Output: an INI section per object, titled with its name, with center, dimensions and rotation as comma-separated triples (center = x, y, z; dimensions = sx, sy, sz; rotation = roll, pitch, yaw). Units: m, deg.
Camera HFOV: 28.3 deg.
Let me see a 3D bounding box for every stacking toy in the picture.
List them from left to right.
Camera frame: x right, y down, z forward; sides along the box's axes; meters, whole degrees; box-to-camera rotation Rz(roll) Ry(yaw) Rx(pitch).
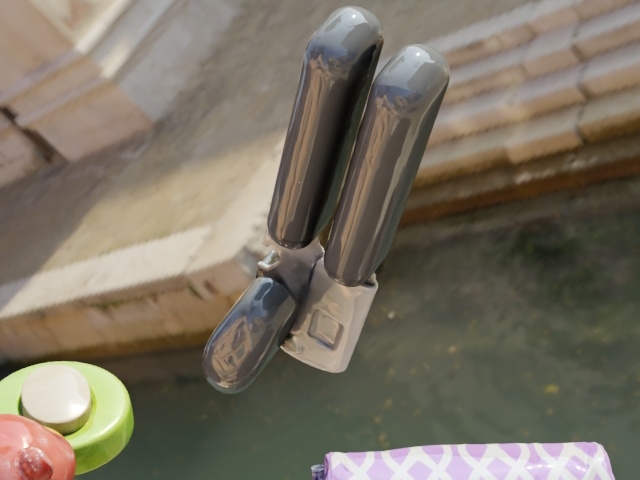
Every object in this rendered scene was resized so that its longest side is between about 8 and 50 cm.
[stacking toy]
center = -0.304, 0.137, 1.030
dimensions = 0.309, 0.130, 0.279
rotation = 11, 32, 11

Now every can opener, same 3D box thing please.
[can opener]
center = 0.000, 0.000, 0.678
dimensions = 0.093, 0.074, 0.280
rotation = -51, -12, -38

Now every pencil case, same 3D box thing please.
[pencil case]
center = 0.097, 0.183, 0.851
dimensions = 0.206, 0.088, 0.086
rotation = -3, 24, 2
